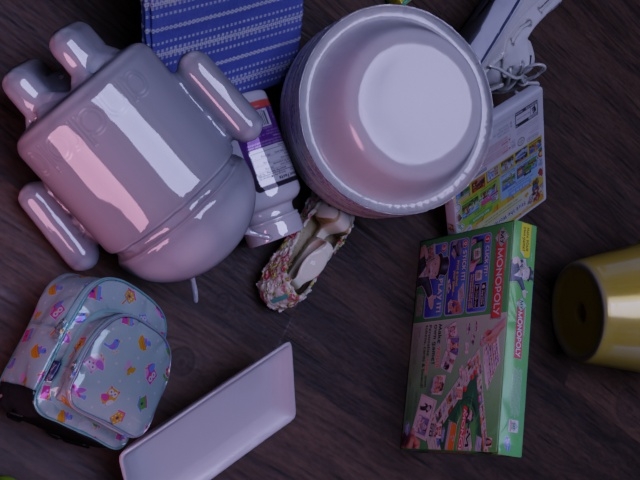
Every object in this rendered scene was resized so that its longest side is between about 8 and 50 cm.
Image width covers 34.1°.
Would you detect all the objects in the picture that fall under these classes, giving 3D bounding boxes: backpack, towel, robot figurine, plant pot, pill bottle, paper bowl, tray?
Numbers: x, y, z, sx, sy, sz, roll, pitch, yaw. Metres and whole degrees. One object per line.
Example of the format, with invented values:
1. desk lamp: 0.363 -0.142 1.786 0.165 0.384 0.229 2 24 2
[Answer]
1. backpack: -0.261 0.133 1.212 0.166 0.144 0.188 40 55 -44
2. towel: -0.122 -0.318 1.311 0.243 0.336 0.040 -22 50 -28
3. robot figurine: -0.217 -0.092 1.249 0.300 0.200 0.353 -37 105 11
4. plant pot: 0.516 0.110 1.683 0.239 0.254 0.254 -2 83 -17
5. pill bottle: -0.091 -0.093 1.387 0.108 0.108 0.193 -22 94 -34
6. paper bowl: 0.099 -0.173 1.394 0.284 0.148 0.284 0 90 -20
7. tray: -0.140 0.239 1.317 0.270 0.030 0.145 -31 137 -33

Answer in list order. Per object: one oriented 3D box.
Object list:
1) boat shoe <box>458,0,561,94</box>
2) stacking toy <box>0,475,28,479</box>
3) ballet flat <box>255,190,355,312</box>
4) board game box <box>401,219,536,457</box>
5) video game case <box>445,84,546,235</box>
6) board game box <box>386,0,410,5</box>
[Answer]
1. boat shoe: 0.292 -0.291 1.654 0.156 0.136 0.367 41 54 -9
2. stacking toy: -0.356 0.317 1.138 0.302 0.175 0.165 17 75 -42
3. ballet flat: 0.000 0.000 1.450 0.091 0.077 0.241 43 61 -26
4. board game box: 0.208 0.143 1.479 0.046 0.213 0.317 15 75 -30
5. video game case: 0.273 -0.106 1.622 0.227 0.026 0.206 -33 128 -33
6. board game box: 0.088 -0.496 1.618 0.124 0.039 0.259 -42 102 -31
